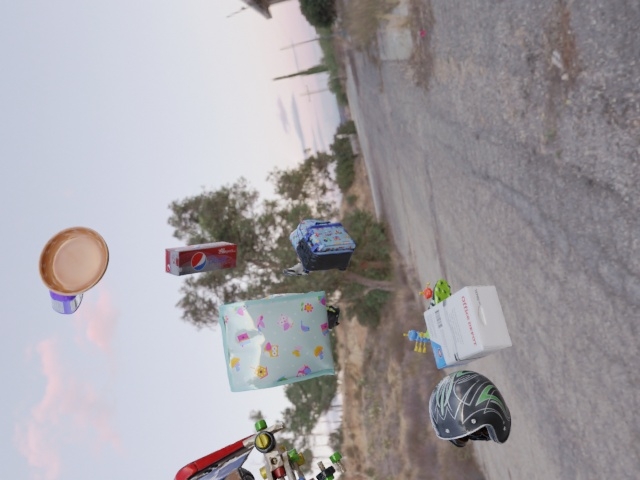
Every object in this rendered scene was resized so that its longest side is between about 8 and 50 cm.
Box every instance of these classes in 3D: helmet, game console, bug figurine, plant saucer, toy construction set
[{"bbox_3d":[0.319,0.368,1.148,0.161,0.169,0.169,39,-154,-21],"label":"helmet"},{"bbox_3d":[-0.425,0.910,2.028,0.060,0.342,0.386,54,135,28],"label":"game console"},{"bbox_3d":[0.435,0.286,1.906,0.072,0.216,0.279,-79,3,-63],"label":"bug figurine"},{"bbox_3d":[-0.685,0.059,1.472,0.037,0.200,0.199,73,-171,-72],"label":"plant saucer"},{"bbox_3d":[-0.143,0.654,1.504,0.237,0.309,0.257,55,-163,24],"label":"toy construction set"}]

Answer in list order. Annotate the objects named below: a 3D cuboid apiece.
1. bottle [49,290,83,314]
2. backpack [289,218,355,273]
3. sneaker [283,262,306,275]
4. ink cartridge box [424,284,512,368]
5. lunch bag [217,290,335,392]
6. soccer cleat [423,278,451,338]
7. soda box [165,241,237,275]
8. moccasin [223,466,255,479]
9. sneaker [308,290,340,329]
[{"bbox_3d":[-0.851,0.156,1.759,0.283,0.092,0.118,130,154,-57],"label":"bottle"},{"bbox_3d":[0.000,0.000,1.518,0.173,0.158,0.116,59,140,41],"label":"backpack"},{"bbox_3d":[-0.087,0.097,1.767,0.109,0.040,0.043,3,-99,-55],"label":"sneaker"},{"bbox_3d":[0.344,0.208,1.248,0.203,0.086,0.148,128,137,-59],"label":"ink cartridge box"},{"bbox_3d":[-0.116,0.247,1.307,0.160,0.262,0.223,158,105,-69],"label":"lunch bag"},{"bbox_3d":[0.318,0.187,1.450,0.072,0.060,0.178,-41,26,51],"label":"soccer cleat"},{"bbox_3d":[-0.428,0.063,1.900,0.263,0.083,0.092,-7,-77,-50],"label":"soda box"},{"bbox_3d":[-0.212,0.879,1.604,0.380,0.147,0.139,41,176,41],"label":"moccasin"},{"bbox_3d":[0.017,0.246,1.883,0.234,0.097,0.084,74,175,-51],"label":"sneaker"}]
